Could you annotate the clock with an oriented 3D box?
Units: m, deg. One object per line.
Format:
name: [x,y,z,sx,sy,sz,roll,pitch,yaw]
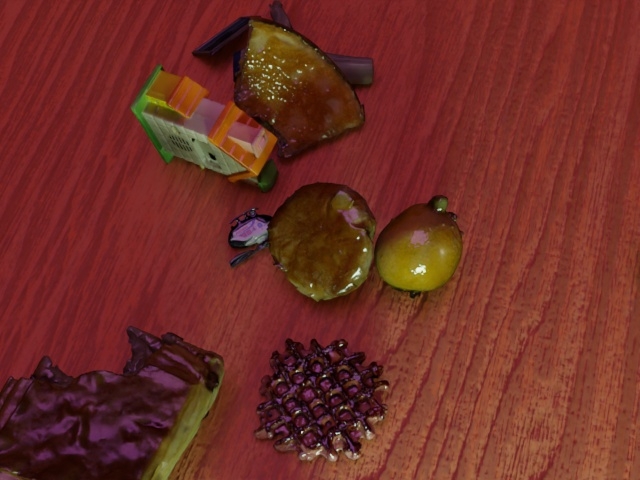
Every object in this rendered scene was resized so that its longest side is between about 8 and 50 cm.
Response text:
clock: [-0.208,-0.208,1.769,0.255,0.220,0.106,21,71,17]

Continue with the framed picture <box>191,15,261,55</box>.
framed picture: [-0.209,-0.455,2.005,0.149,0.011,0.109,-41,28,-17]

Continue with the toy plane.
toy plane: [-0.106,-0.027,1.756,0.197,0.053,0.078,-29,69,-10]

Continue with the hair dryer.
hair dryer: [-0.016,-0.411,1.955,0.295,0.119,0.298,16,50,8]

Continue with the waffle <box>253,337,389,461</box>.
waffle: [0.003,0.275,1.561,0.234,0.055,0.221,7,62,16]

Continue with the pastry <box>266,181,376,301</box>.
pastry: [0.000,0.000,1.653,0.229,0.100,0.219,13,99,26]

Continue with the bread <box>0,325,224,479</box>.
bread: [-0.361,0.310,1.501,0.314,0.191,0.370,19,53,9]

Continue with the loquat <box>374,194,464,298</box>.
loquat: [0.182,0.009,1.619,0.149,0.172,0.204,33,113,16]

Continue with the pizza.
pizza: [-0.066,-0.296,1.824,0.223,0.323,0.089,-49,25,6]
